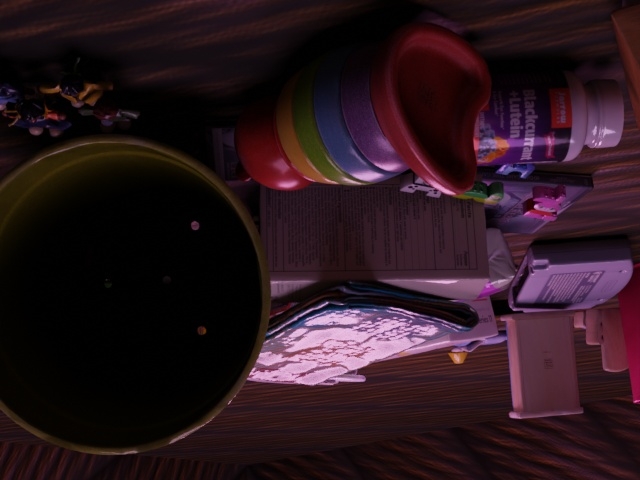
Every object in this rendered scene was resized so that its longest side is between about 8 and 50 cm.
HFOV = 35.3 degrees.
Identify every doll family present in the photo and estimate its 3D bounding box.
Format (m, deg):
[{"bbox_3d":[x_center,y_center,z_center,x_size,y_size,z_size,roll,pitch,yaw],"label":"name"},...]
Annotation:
[{"bbox_3d":[-0.296,-0.155,1.101,0.193,0.076,0.111,-8,179,-3],"label":"doll family"}]

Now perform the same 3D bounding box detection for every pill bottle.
[{"bbox_3d":[0.247,-0.144,1.176,0.193,0.108,0.108,-3,160,-1],"label":"pill bottle"}]

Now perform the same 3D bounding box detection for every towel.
[{"bbox_3d":[0.014,0.151,1.483,0.271,0.040,0.370,13,151,-39],"label":"towel"}]

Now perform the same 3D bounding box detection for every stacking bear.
[{"bbox_3d":[0.020,-0.129,1.125,0.289,0.175,0.164,-12,146,44],"label":"stacking bear"}]

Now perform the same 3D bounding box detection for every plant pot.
[{"bbox_3d":[-0.233,0.058,1.318,0.366,0.366,0.353,-4,-179,2],"label":"plant pot"}]

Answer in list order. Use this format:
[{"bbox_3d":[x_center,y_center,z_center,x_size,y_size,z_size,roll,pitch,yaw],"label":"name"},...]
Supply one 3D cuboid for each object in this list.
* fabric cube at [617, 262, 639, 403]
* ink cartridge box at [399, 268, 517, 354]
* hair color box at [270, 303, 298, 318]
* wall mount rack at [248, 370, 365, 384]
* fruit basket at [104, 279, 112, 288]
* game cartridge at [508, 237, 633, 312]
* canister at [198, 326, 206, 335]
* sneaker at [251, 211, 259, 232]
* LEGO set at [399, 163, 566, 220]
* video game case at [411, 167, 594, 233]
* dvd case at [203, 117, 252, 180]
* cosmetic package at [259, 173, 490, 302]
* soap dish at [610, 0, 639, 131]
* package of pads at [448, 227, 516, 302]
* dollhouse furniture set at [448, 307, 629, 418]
[{"bbox_3d":[0.741,0.163,1.879,0.259,0.258,0.254,11,154,-35],"label":"fabric cube"},{"bbox_3d":[0.190,0.149,1.893,0.353,0.119,0.207,-18,169,34],"label":"ink cartridge box"},{"bbox_3d":[-0.030,0.163,1.821,0.093,0.053,0.167,-21,127,41],"label":"hair color box"},{"bbox_3d":[-0.088,0.222,2.058,0.350,0.130,0.304,-4,166,32],"label":"wall mount rack"},{"bbox_3d":[-0.465,0.141,1.834,0.327,0.165,0.353,1,175,-12],"label":"fruit basket"},{"bbox_3d":[0.467,0.067,1.870,0.198,0.062,0.297,-8,160,-1],"label":"game cartridge"},{"bbox_3d":[-0.214,0.165,1.864,0.170,0.126,0.073,21,147,-15],"label":"canister"},{"bbox_3d":[0.000,0.000,1.586,0.228,0.086,0.132,8,164,-3],"label":"sneaker"},{"bbox_3d":[0.227,-0.101,1.331,0.227,0.087,0.093,9,154,-15],"label":"LEGO set"},{"bbox_3d":[0.244,-0.059,1.529,0.274,0.026,0.196,3,159,-16],"label":"video game case"},{"bbox_3d":[-0.039,-0.119,1.326,0.221,0.018,0.164,-2,160,-4],"label":"dvd case"},{"bbox_3d":[0.069,-0.002,1.399,0.309,0.160,0.113,1,161,-3],"label":"cosmetic package"},{"bbox_3d":[0.452,-0.182,1.094,0.229,0.118,0.291,-11,157,19],"label":"soap dish"},{"bbox_3d":[0.162,0.071,1.629,0.296,0.101,0.229,-18,173,7],"label":"package of pads"},{"bbox_3d":[0.438,0.249,2.076,0.286,0.198,0.303,-2,175,-16],"label":"dollhouse furniture set"}]
